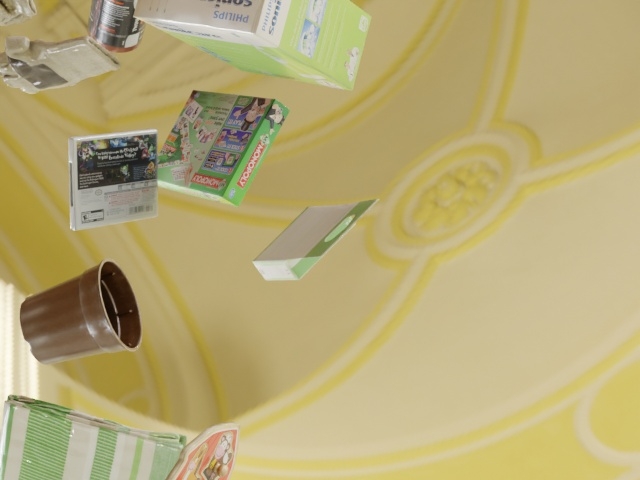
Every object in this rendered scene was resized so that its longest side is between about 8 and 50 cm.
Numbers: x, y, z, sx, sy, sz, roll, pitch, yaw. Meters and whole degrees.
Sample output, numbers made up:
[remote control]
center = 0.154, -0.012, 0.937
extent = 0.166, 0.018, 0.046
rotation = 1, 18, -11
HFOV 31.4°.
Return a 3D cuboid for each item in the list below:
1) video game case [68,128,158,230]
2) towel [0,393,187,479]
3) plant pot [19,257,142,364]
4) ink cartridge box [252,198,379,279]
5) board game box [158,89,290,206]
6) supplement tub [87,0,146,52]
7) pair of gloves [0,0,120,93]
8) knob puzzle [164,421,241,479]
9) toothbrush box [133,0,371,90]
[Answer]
[video game case]
center = -0.388, -0.117, 2.144
extent = 0.190, 0.173, 0.022
rotation = -12, -160, -42
[towel]
center = -0.419, 0.406, 2.047
extent = 0.038, 0.324, 0.248
rotation = -83, -171, -59
[plant pot]
center = -0.419, 0.133, 1.970
extent = 0.165, 0.167, 0.167
rotation = -17, -147, 10
[ink cartridge box]
center = 0.000, 0.000, 2.080
extent = 0.171, 0.056, 0.235
rotation = -45, -157, -27
[board game box]
center = -0.209, -0.188, 2.239
extent = 0.317, 0.046, 0.214
rotation = 16, -103, 53
[supplement tub]
center = -0.359, -0.444, 2.062
extent = 0.198, 0.106, 0.106
rotation = 114, -4, -46
[pair of gloves]
center = -0.409, -0.279, 1.524
extent = 0.204, 0.240, 0.042
rotation = -11, -123, 40
[knob puzzle]
center = -0.169, 0.356, 1.691
extent = 0.030, 0.213, 0.213
rotation = 22, -119, 25
[toothbrush box]
center = -0.088, -0.315, 1.598
extent = 0.206, 0.283, 0.122
rotation = 14, -90, 30
